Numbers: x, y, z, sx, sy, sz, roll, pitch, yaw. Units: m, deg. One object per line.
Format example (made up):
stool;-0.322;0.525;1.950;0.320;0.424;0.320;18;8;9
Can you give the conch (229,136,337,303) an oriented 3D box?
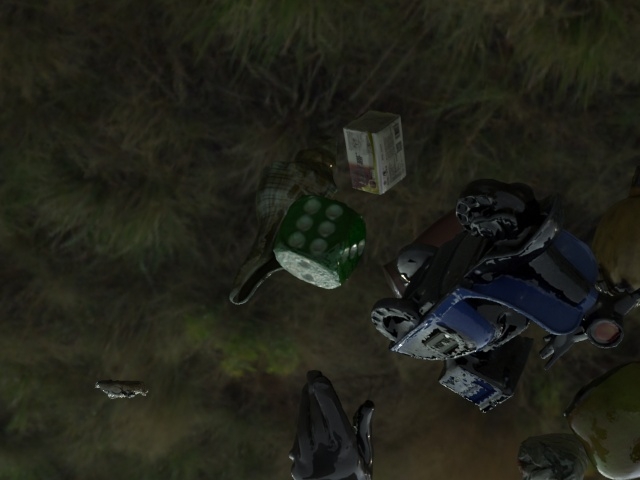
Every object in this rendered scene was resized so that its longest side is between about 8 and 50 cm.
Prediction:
conch;-0.050;-0.037;1.841;0.203;0.386;0.169;21;180;27

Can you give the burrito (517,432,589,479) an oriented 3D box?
burrito;0.451;0.435;1.779;0.139;0.101;0.445;7;176;18

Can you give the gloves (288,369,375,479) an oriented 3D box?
gloves;0.025;0.326;1.357;0.142;0.119;0.286;-13;105;-2

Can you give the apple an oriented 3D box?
apple;0.546;0.319;1.622;0.188;0.174;0.207;-31;110;5

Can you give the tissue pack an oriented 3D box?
tissue pack;0.118;-0.194;1.988;0.099;0.106;0.149;16;129;36

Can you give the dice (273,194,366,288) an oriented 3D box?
dice;0.000;0.000;1.600;0.131;0.128;0.120;20;157;21

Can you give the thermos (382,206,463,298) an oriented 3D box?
thermos;0.254;0.027;1.829;0.265;0.146;0.176;-31;174;1

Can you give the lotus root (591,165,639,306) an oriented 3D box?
lotus root;0.671;-0.010;1.932;0.182;0.310;0.183;13;168;3

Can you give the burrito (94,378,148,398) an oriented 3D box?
burrito;-0.419;0.311;1.910;0.051;0.042;0.171;11;165;-38

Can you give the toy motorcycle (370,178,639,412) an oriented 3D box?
toy motorcycle;0.188;0.059;0.944;0.212;0.125;0.358;30;152;-1
